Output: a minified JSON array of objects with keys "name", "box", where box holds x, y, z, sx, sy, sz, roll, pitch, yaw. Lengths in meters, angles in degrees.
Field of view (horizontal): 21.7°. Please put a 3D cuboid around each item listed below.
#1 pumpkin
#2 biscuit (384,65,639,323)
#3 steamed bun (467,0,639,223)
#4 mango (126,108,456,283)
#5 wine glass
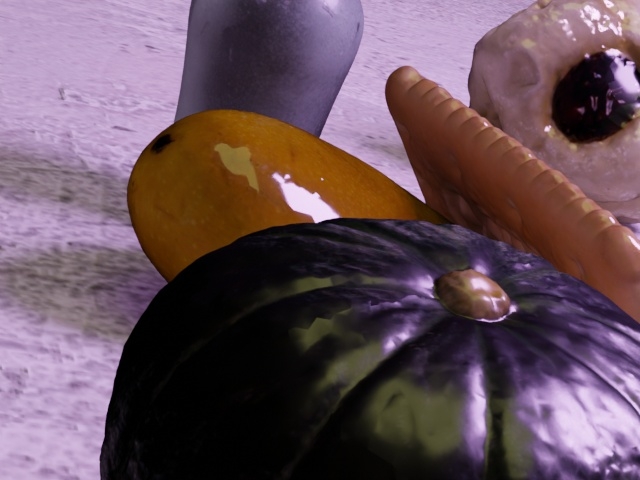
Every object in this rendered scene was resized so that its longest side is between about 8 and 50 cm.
[{"name":"pumpkin","box":[0.034,0.084,0.581,0.220,0.162,0.220,12,23,-5]},{"name":"biscuit","box":[0.117,0.008,0.917,0.030,0.160,0.249,-32,37,-10]},{"name":"steamed bun","box":[0.203,-0.086,1.240,0.141,0.172,0.155,-27,64,-10]},{"name":"mango","box":[0.000,0.000,0.880,0.227,0.099,0.136,18,22,-32]},{"name":"wine glass","box":[-0.028,-0.114,0.960,0.103,0.231,0.103,14,18,-5]}]
